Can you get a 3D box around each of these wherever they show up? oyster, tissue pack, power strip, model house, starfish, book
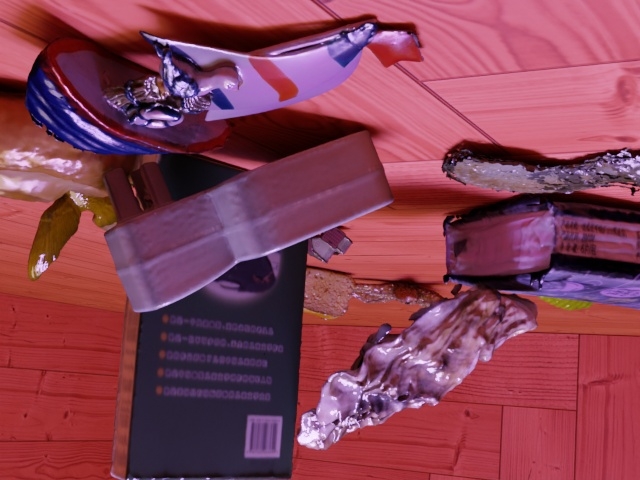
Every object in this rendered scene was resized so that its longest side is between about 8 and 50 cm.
[{"bbox_3d":[0.114,0.154,1.229,0.351,0.115,0.238,-28,173,-3],"label":"oyster"},{"bbox_3d":[0.379,0.027,1.316,0.361,0.122,0.259,6,173,-22],"label":"tissue pack"},{"bbox_3d":[-0.093,-0.040,0.998,0.261,0.141,0.229,-23,-176,-25],"label":"power strip"},{"bbox_3d":[0.000,0.000,1.544,0.058,0.057,0.083,43,170,-33],"label":"model house"},{"bbox_3d":[0.183,0.121,2.166,0.299,0.060,0.302,15,173,-24],"label":"starfish"},{"bbox_3d":[-0.119,0.095,1.153,0.043,0.371,0.260,-5,167,43],"label":"book"}]

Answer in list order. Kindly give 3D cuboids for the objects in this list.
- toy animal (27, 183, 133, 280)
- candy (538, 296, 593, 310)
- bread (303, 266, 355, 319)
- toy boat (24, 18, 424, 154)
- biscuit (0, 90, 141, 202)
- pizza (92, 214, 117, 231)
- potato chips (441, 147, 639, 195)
[{"bbox_3d":[-0.300,-0.064,1.163,0.155,0.219,0.095,45,177,-15],"label":"toy animal"},{"bbox_3d":[0.365,0.050,1.552,0.209,0.097,0.097,20,163,-38],"label":"candy"},{"bbox_3d":[-0.002,0.110,2.056,0.187,0.103,0.065,18,162,-40],"label":"bread"},{"bbox_3d":[-0.077,-0.125,0.794,0.318,0.072,0.219,-6,167,4],"label":"toy boat"},{"bbox_3d":[-0.324,-0.092,0.977,0.274,0.091,0.213,7,173,-3],"label":"biscuit"},{"bbox_3d":[-0.242,-0.016,1.587,0.262,0.034,0.181,7,170,-20],"label":"pizza"},{"bbox_3d":[0.240,-0.073,1.045,0.220,0.029,0.202,4,172,19],"label":"potato chips"}]
